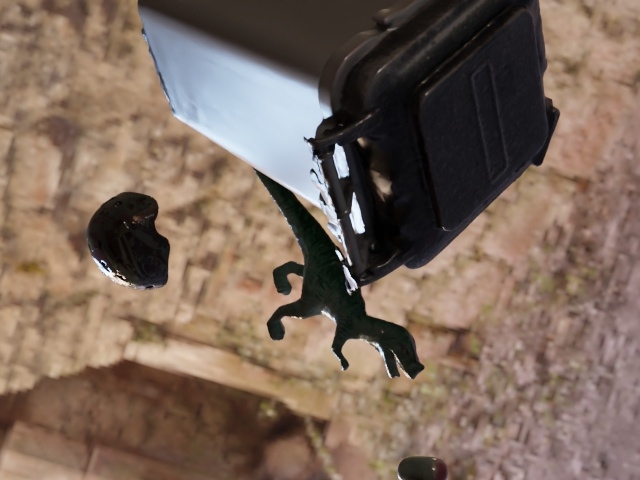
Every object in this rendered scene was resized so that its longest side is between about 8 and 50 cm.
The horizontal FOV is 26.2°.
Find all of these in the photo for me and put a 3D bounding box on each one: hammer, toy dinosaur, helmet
[{"bbox_3d":[0.095,0.255,1.379,0.053,0.031,0.083,-6,51,39],"label":"hammer"},{"bbox_3d":[-0.034,0.032,1.557,0.129,0.383,0.076,-46,-20,16],"label":"toy dinosaur"},{"bbox_3d":[-0.338,0.009,2.349,0.153,0.107,0.176,-11,95,51],"label":"helmet"}]

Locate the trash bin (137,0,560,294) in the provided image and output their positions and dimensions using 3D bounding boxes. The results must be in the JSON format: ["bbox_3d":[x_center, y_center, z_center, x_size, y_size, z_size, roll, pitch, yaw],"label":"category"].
[{"bbox_3d":[0.003,-0.153,1.307,0.296,0.368,0.255,-43,-42,-25],"label":"trash bin"}]
